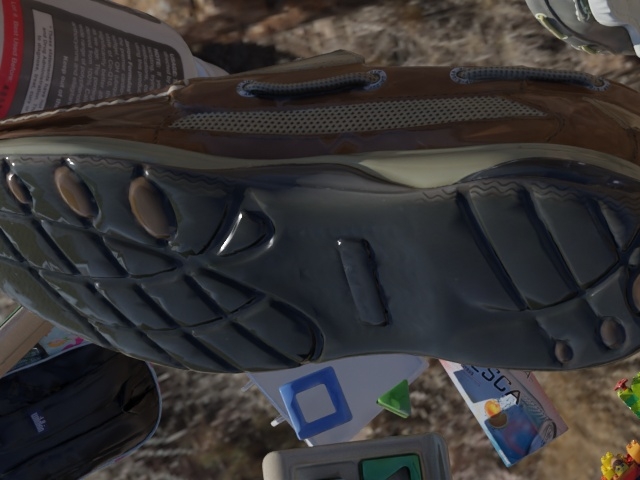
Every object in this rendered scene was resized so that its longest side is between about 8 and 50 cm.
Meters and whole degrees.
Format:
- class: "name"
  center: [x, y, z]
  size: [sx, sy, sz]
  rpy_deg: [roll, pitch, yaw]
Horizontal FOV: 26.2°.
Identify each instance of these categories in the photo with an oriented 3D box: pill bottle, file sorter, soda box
- class: "pill bottle"
  center: [-0.215, -0.123, 1.167]
  size: [0.176, 0.318, 0.176]
  rpy_deg: [-8, 77, 39]
- class: "file sorter"
  center: [-0.032, 0.141, 1.862]
  size: [0.278, 0.193, 0.173]
  rpy_deg: [48, 161, 3]
- class: "soda box"
  center: [0.185, 0.146, 1.476]
  size: [0.058, 0.063, 0.183]
  rpy_deg: [-41, 75, 33]

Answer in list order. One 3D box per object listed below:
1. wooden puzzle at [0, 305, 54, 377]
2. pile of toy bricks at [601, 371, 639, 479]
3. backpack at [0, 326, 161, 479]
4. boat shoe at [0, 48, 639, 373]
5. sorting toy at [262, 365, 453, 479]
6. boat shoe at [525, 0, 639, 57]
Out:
- class: "wooden puzzle"
  center: [-0.303, 0.067, 1.513]
  size: [0.044, 0.221, 0.238]
  rpy_deg: [44, 157, -3]
- class: "pile of toy bricks"
  center: [0.388, 0.194, 1.589]
  size: [0.212, 0.118, 0.105]
  rpy_deg: [-44, 89, 6]
- class: "backpack"
  center: [-0.346, 0.206, 1.813]
  size: [0.191, 0.253, 0.225]
  rpy_deg: [50, 160, 54]
- class: "boat shoe"
  center: [-0.003, -0.019, 0.595]
  size: [0.324, 0.120, 0.123]
  rpy_deg: [5, 133, 17]
- class: "sorting toy"
  center: [0.047, 0.297, 1.412]
  size: [0.047, 0.196, 0.348]
  rpy_deg: [102, 160, -77]
- class: "boat shoe"
  center: [0.299, -0.254, 1.477]
  size: [0.091, 0.305, 0.109]
  rpy_deg: [-4, 87, 25]
